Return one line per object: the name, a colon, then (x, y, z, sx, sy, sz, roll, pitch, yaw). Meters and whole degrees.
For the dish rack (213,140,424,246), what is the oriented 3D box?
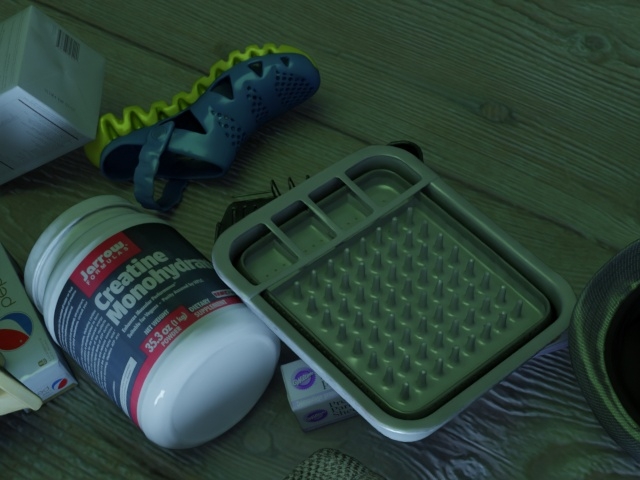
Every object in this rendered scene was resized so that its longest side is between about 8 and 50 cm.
dish rack: (0.000, 0.000, 1.733, 0.271, 0.074, 0.208, -8, 56, 9)

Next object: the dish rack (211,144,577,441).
dish rack: (0.077, 0.059, 1.563, 0.285, 0.072, 0.333, -32, 57, -28)

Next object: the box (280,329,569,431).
box: (0.120, 0.130, 1.626, 0.324, 0.067, 0.063, -18, 56, 1)

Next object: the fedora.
fedora: (0.402, 0.129, 1.502, 0.275, 0.124, 0.244, 43, 95, 24)

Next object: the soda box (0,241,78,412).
soda box: (-0.376, 0.101, 1.762, 0.074, 0.069, 0.216, -31, 55, -5)

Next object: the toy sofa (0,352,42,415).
toy sofa: (-0.500, 0.247, 1.601, 0.177, 0.150, 0.362, 31, 80, 39)

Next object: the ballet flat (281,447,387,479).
ballet flat: (-0.133, 0.379, 1.487, 0.483, 0.164, 0.182, -35, 41, -17)

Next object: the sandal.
sandal: (-0.138, -0.134, 1.832, 0.317, 0.126, 0.138, -28, 56, 6)

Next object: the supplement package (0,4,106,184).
supplement package: (-0.414, -0.172, 1.854, 0.244, 0.139, 0.134, -21, 51, 31)

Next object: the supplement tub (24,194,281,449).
supplement tub: (-0.194, 0.089, 1.651, 0.191, 0.191, 0.272, -42, 58, -14)
